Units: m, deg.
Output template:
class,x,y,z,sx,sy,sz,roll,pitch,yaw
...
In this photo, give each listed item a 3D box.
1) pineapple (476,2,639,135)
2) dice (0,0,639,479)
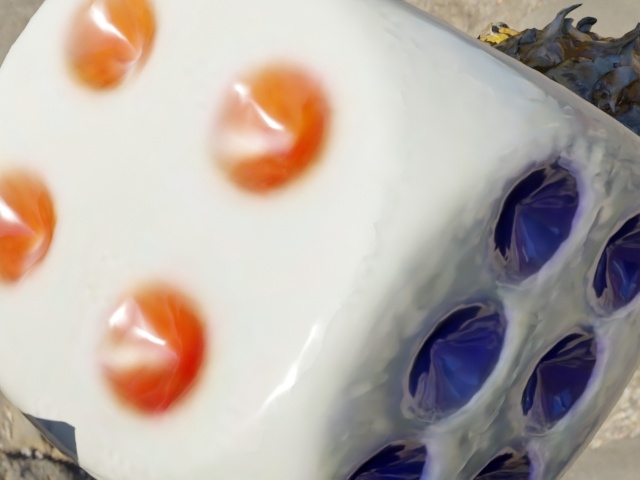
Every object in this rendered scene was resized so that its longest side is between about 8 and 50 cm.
class,x,y,z,sx,sy,sz,roll,pitch,yaw
pineapple,0.218,-0.041,1.001,0.300,0.352,0.352,3,54,-31
dice,0.000,0.000,0.647,0.304,0.304,0.277,35,99,38
